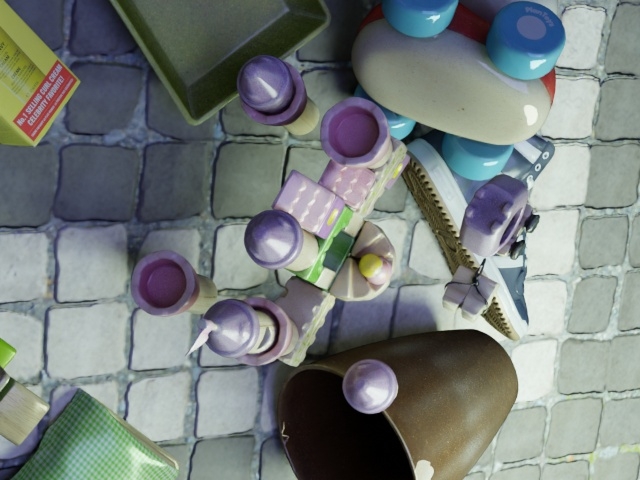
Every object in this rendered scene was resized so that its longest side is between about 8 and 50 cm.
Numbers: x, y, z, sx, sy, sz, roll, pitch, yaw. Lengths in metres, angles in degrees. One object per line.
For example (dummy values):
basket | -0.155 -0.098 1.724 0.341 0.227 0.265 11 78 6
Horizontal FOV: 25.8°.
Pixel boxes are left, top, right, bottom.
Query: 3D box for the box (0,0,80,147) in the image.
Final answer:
box | -0.321 -0.186 1.238 0.232 0.058 0.087 50 62 -39

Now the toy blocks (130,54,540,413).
toy blocks | 0.000 0.000 1.312 0.288 0.309 0.260 -61 165 0

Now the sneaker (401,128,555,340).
sneaker | 0.210 -0.027 1.591 0.153 0.099 0.282 -36 117 -13

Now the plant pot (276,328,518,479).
plant pot | 0.108 0.190 1.557 0.230 0.215 0.215 -26 118 -36

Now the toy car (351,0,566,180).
toy car | 0.160 -0.230 1.454 0.210 0.219 0.238 22 58 3

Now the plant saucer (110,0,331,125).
plant saucer | -0.108 -0.241 1.374 0.188 0.045 0.188 -39 120 -13

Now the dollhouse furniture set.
dollhouse furniture set | -0.269 0.252 1.378 0.197 0.151 0.301 -51 123 -6
